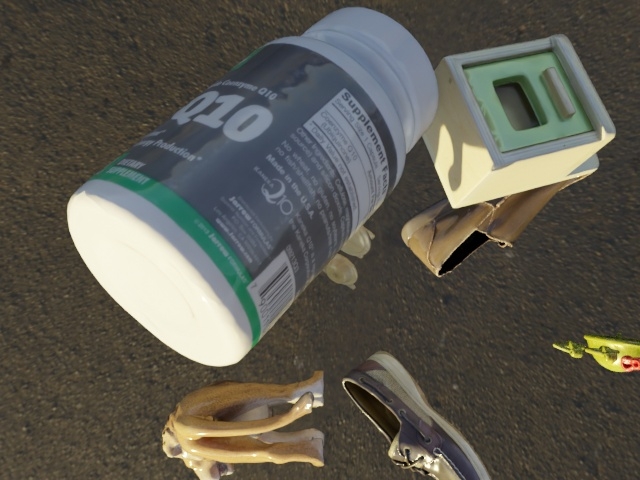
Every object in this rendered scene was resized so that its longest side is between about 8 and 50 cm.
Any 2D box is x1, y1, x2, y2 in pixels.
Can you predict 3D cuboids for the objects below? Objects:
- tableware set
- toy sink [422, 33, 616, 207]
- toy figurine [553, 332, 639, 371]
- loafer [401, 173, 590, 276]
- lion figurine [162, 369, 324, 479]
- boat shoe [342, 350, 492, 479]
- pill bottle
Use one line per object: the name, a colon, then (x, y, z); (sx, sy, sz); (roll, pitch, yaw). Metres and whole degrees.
tableware set: (0.000, 0.000, 0.912); (0.141, 0.169, 0.020); (31, 52, 14)
toy sink: (0.261, -0.155, 0.846); (0.234, 0.131, 0.153); (-13, 73, -18)
toy figurine: (0.581, 0.279, 1.114); (0.191, 0.362, 0.217); (-8, 94, -33)
loafer: (0.324, -0.048, 1.187); (0.366, 0.134, 0.130); (-33, 63, 24)
lion figurine: (-0.114, 0.234, 0.875); (0.240, 0.392, 0.142); (0, 67, 0)
boat shoe: (0.136, 0.288, 0.981); (0.092, 0.103, 0.285); (-24, 57, -25)
pill bottle: (-0.045, -0.070, 0.668); (0.204, 0.204, 0.361); (43, 59, -1)
